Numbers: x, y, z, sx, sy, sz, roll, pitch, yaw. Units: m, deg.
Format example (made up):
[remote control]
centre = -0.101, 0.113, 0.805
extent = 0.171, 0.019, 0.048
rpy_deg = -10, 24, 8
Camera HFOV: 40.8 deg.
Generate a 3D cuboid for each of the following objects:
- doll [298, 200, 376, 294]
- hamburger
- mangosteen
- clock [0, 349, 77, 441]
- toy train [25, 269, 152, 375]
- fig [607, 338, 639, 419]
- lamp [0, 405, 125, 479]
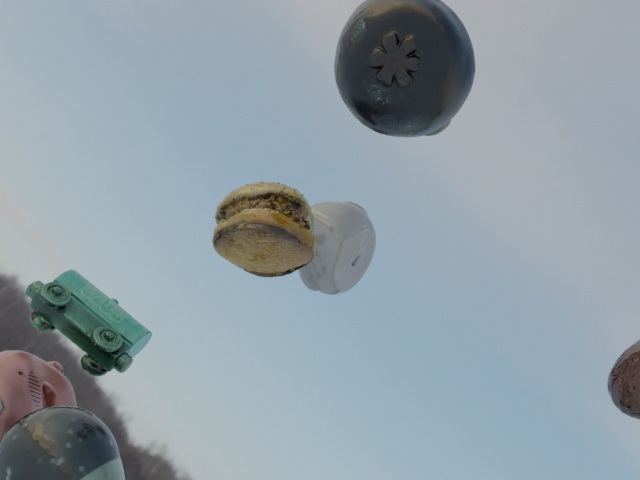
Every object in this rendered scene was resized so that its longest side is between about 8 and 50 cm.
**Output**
[doll]
centre = 0.000, 0.000, 1.876
extent = 0.221, 0.221, 0.251
rpy_deg = 37, -14, 25
[hamburger]
centre = -0.091, -0.017, 1.486
extent = 0.182, 0.117, 0.191
rpy_deg = -4, -35, 21
[mangosteen]
centre = 0.128, -0.261, 1.295
extent = 0.243, 0.243, 0.243
rpy_deg = 39, -23, 20
[clock]
centre = -0.521, 0.300, 1.493
extent = 0.241, 0.142, 0.227
rpy_deg = 77, 4, -72
[toy train]
centre = -0.439, 0.149, 1.642
extent = 0.248, 0.159, 0.101
rpy_deg = 37, -59, 8
[fig]
centre = 0.531, 0.184, 1.338
extent = 0.134, 0.146, 0.201
rpy_deg = 14, -57, 13
[lamp]
centre = -0.354, 0.392, 1.281
extent = 0.313, 0.182, 0.182
rpy_deg = 57, -22, -3
